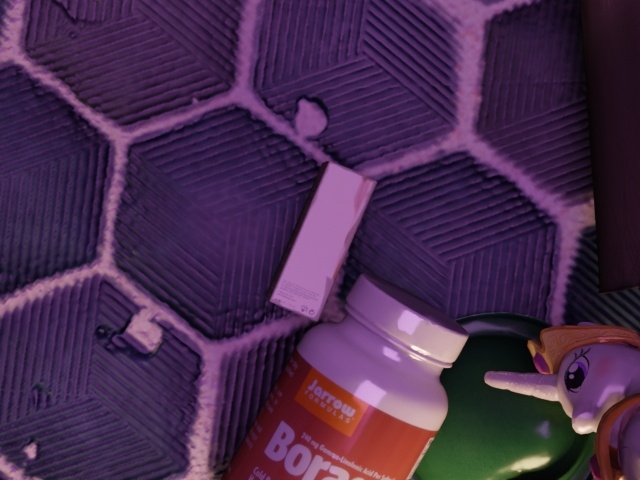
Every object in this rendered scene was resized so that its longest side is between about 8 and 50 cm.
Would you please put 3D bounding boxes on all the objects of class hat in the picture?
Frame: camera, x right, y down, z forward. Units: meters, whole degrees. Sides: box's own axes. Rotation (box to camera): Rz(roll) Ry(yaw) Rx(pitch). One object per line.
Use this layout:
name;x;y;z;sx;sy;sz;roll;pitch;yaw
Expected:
hat;0.153;0.143;1.329;0.208;0.183;0.173;-3;92;-4

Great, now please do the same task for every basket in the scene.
basket;0.280;-0.093;1.355;0.204;0.154;0.227;-13;88;9

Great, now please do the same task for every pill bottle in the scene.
pill bottle;0.016;0.138;1.340;0.121;0.121;0.216;29;96;-4

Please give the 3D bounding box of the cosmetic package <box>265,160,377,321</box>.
cosmetic package;0.000;0.000;1.379;0.041;0.060;0.115;23;91;-5

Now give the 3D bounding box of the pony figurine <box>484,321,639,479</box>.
pony figurine;0.294;0.115;1.168;0.351;0.363;0.303;-15;114;3
